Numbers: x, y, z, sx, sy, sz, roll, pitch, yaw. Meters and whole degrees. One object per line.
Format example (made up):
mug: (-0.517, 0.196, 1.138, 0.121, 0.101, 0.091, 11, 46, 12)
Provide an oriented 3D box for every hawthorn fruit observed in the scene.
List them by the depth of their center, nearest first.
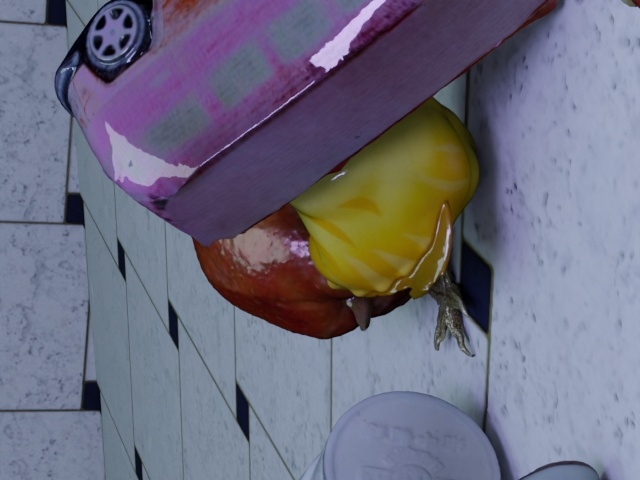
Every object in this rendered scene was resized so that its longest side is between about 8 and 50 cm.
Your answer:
hawthorn fruit: (-0.004, -0.011, 1.203, 0.179, 0.173, 0.173, 24, 131, 24)

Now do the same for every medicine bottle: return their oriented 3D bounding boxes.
medicine bottle: (0.039, 0.224, 1.187, 0.258, 0.143, 0.143, 105, 152, -54)

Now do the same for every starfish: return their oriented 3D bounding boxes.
starfish: (0.090, 0.039, 1.161, 0.092, 0.016, 0.086, -161, 63, -77)

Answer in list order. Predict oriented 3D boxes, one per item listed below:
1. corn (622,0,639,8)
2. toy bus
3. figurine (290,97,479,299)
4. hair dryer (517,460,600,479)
corn: (0.131, -0.204, 0.810, 0.092, 0.092, 0.280, 98, 153, -42)
toy bus: (-0.011, -0.126, 0.964, 0.127, 0.303, 0.147, 27, -150, -55)
figurine: (0.040, -0.081, 1.072, 0.131, 0.156, 0.246, -15, 77, 50)
hair dryer: (0.143, 0.253, 0.995, 0.236, 0.073, 0.131, 97, 157, -47)
